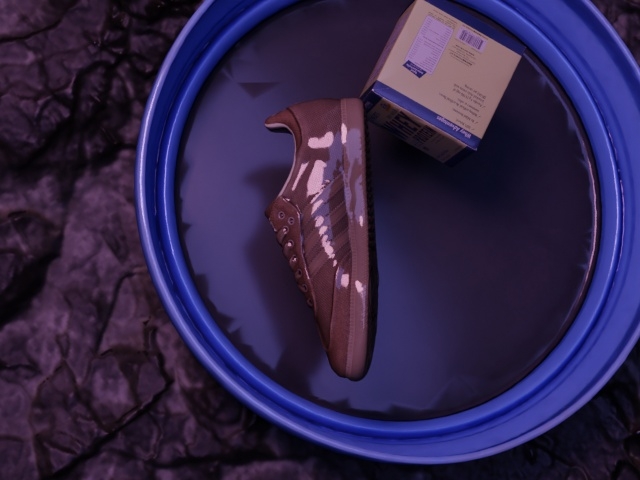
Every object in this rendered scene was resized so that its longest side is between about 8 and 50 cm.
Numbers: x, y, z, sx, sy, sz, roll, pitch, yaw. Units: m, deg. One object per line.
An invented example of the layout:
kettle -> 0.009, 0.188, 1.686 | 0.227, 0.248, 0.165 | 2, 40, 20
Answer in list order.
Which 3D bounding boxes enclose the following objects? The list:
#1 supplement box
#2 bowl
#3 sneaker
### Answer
supplement box -> 0.080, -0.110, 0.955 | 0.083, 0.056, 0.083 | 29, 76, -6
bowl -> 0.061, -0.035, 1.008 | 0.391, 0.077, 0.391 | 2, 81, -12
sneaker -> 0.000, 0.000, 0.927 | 0.071, 0.066, 0.188 | -3, 79, 8
